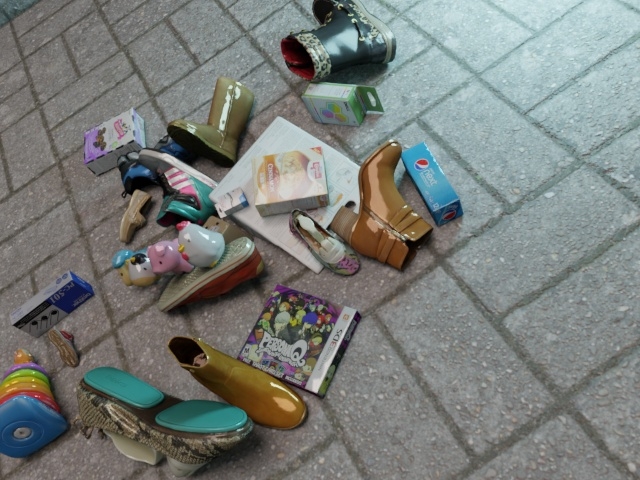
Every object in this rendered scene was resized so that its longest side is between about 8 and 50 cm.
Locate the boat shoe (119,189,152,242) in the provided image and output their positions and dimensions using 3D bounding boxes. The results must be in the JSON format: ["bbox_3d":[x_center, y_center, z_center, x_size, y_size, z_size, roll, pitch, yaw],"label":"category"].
[{"bbox_3d":[-0.547,-0.070,1.764,0.059,0.063,0.170,14,74,0],"label":"boat shoe"}]

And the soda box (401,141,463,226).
[{"bbox_3d":[0.269,-0.140,1.447,0.071,0.067,0.210,-26,53,6],"label":"soda box"}]

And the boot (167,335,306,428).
[{"bbox_3d":[-0.187,0.303,1.274,0.295,0.211,0.104,17,68,31],"label":"boot"}]

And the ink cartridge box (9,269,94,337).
[{"bbox_3d":[-0.755,0.180,1.672,0.207,0.097,0.046,-38,52,-3],"label":"ink cartridge box"}]

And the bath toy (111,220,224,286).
[{"bbox_3d":[-0.391,0.037,1.506,0.348,0.129,0.151,-16,37,42],"label":"bath toy"}]

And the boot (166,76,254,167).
[{"bbox_3d":[-0.323,-0.378,1.772,0.089,0.236,0.269,-17,54,42],"label":"boot"}]

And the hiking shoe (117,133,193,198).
[{"bbox_3d":[-0.478,-0.231,1.824,0.304,0.113,0.132,-20,70,17],"label":"hiking shoe"}]

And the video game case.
[{"bbox_3d":[-0.051,0.225,1.371,0.232,0.042,0.210,15,66,31],"label":"video game case"}]

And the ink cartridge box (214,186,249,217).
[{"bbox_3d":[-0.235,-0.099,1.546,0.083,0.028,0.048,-27,66,-2],"label":"ink cartridge box"}]

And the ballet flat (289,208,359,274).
[{"bbox_3d":[0.000,0.000,1.438,0.077,0.079,0.221,-44,67,-9],"label":"ballet flat"}]

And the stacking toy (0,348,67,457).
[{"bbox_3d":[-0.765,0.385,1.535,0.165,0.175,0.302,-35,39,0],"label":"stacking toy"}]

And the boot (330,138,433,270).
[{"bbox_3d":[0.175,-0.085,1.413,0.220,0.109,0.283,32,86,30],"label":"boot"}]

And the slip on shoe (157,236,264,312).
[{"bbox_3d":[-0.284,0.108,1.512,0.331,0.101,0.123,-29,30,19],"label":"slip on shoe"}]

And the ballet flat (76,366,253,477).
[{"bbox_3d":[-0.349,0.416,1.312,0.482,0.164,0.182,8,102,28],"label":"ballet flat"}]

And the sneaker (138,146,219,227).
[{"bbox_3d":[-0.428,-0.131,1.687,0.295,0.124,0.178,28,72,11],"label":"sneaker"}]

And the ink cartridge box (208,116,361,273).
[{"bbox_3d":[-0.059,-0.119,1.591,0.385,0.091,0.308,35,76,19],"label":"ink cartridge box"}]

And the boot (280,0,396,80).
[{"bbox_3d":[0.010,-0.611,1.765,0.284,0.138,0.377,-25,56,-23],"label":"boot"}]

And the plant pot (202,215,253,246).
[{"bbox_3d":[-0.265,-0.003,1.575,0.109,0.096,0.109,23,71,34],"label":"plant pot"}]

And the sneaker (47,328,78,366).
[{"bbox_3d":[-0.688,0.291,1.615,0.042,0.067,0.118,-37,82,-4],"label":"sneaker"}]

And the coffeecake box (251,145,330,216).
[{"bbox_3d":[-0.076,-0.151,1.521,0.185,0.068,0.142,-9,66,4],"label":"coffeecake box"}]

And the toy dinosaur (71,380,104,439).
[{"bbox_3d":[-0.561,0.434,1.467,0.183,0.053,0.092,30,59,27],"label":"toy dinosaur"}]

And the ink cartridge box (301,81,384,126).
[{"bbox_3d":[0.062,-0.380,1.664,0.209,0.109,0.062,13,66,29],"label":"ink cartridge box"}]

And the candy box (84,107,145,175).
[{"bbox_3d":[-0.687,-0.330,1.984,0.196,0.070,0.165,-24,53,9],"label":"candy box"}]
